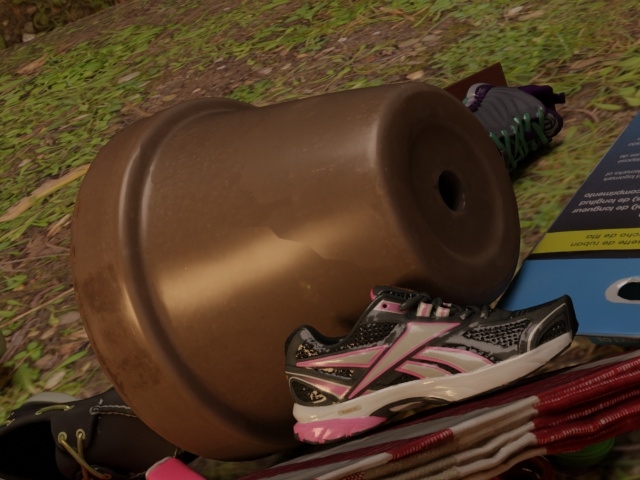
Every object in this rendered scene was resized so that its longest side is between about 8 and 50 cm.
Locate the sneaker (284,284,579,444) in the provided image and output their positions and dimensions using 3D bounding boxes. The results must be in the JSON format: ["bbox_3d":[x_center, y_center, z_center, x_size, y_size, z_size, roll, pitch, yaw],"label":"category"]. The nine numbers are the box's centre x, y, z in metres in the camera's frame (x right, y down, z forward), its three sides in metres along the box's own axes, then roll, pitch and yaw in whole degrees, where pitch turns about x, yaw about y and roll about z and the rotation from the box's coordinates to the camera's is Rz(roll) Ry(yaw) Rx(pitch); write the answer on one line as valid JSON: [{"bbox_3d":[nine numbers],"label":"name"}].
[{"bbox_3d":[0.059,0.058,0.760,0.178,0.077,0.072,-19,-3,4],"label":"sneaker"}]

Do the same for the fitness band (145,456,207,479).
[{"bbox_3d":[-0.138,0.231,0.827,0.209,0.054,0.291,-31,23,-21],"label":"fitness band"}]

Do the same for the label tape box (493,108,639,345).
[{"bbox_3d":[0.300,-0.002,0.884,0.249,0.115,0.348,-2,34,40],"label":"label tape box"}]

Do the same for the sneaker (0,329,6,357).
[{"bbox_3d":[-0.422,0.114,1.285,0.295,0.105,0.147,-4,30,48],"label":"sneaker"}]

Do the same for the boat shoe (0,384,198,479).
[{"bbox_3d":[-0.172,0.154,0.988,0.227,0.081,0.068,-13,18,45],"label":"boat shoe"}]

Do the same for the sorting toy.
[{"bbox_3d":[0.134,0.143,0.811,0.102,0.042,0.061,-24,35,-36],"label":"sorting toy"}]

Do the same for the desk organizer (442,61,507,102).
[{"bbox_3d":[0.137,-0.148,1.421,0.130,0.050,0.047,-26,23,-10],"label":"desk organizer"}]

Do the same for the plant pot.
[{"bbox_3d":[0.000,0.000,0.892,0.229,0.263,0.263,-22,18,39],"label":"plant pot"}]

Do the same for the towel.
[{"bbox_3d":[0.015,0.123,0.672,0.329,0.037,0.237,-16,-6,-28],"label":"towel"}]

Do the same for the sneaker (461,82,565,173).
[{"bbox_3d":[0.176,-0.103,1.255,0.098,0.083,0.224,-7,26,20],"label":"sneaker"}]
